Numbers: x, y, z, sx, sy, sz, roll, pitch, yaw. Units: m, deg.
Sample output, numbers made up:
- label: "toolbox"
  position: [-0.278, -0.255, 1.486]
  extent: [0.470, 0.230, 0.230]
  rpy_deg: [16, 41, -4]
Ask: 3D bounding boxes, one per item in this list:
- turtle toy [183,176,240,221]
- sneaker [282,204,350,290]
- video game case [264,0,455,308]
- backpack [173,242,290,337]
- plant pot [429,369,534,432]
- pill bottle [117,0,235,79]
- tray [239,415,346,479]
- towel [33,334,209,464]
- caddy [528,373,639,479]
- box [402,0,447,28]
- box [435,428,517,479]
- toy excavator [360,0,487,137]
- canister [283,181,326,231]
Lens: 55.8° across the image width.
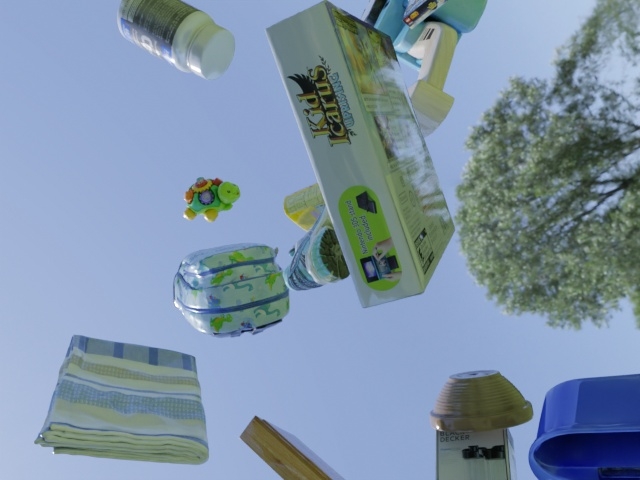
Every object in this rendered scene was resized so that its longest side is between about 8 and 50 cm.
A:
- label: "turtle toy"
  position: [-0.214, -0.089, 1.194]
  extent: [0.095, 0.130, 0.066]
  rpy_deg: [-61, -33, -42]
- label: "sneaker"
  position: [0.000, 0.000, 1.156]
  extent: [0.110, 0.122, 0.283]
  rpy_deg: [57, -153, -13]
- label: "video game case"
  position: [0.058, -0.090, 0.605]
  extent: [0.245, 0.061, 0.269]
  rpy_deg: [71, -160, -6]
- label: "backpack"
  position: [-0.208, 0.115, 1.453]
  extent: [0.289, 0.355, 0.274]
  rpy_deg: [-5, -71, -14]
- label: "plant pot"
  position: [0.366, 0.365, 1.407]
  extent: [0.237, 0.237, 0.110]
  rpy_deg: [-2, -98, -48]
- label: "pill bottle"
  position: [-0.179, -0.260, 0.759]
  extent: [0.137, 0.078, 0.078]
  rpy_deg: [32, -144, 17]
- label: "tray"
  position: [0.005, 0.577, 1.427]
  extent: [0.076, 0.410, 0.203]
  rpy_deg: [-54, -39, -11]
- label: "towel"
  position: [-0.266, 0.214, 0.855]
  extent: [0.209, 0.034, 0.285]
  rpy_deg: [13, -168, -18]
- label: "caddy"
  position: [0.553, 0.383, 1.087]
  extent: [0.241, 0.341, 0.179]
  rpy_deg: [58, -142, -23]
- label: "box"
  position: [0.202, -0.431, 1.022]
  extent: [0.027, 0.137, 0.094]
  rpy_deg: [34, -123, -22]
- label: "box"
  position: [0.337, 0.546, 1.307]
  extent: [0.087, 0.169, 0.290]
  rpy_deg: [59, -151, -36]
- label: "toy excavator"
  position: [0.227, -0.444, 1.260]
  extent: [0.222, 0.433, 0.445]
  rpy_deg: [25, -171, -14]
- label: "canister"
  position: [0.008, -0.091, 1.495]
  extent: [0.126, 0.169, 0.073]
  rpy_deg: [39, -136, -39]
